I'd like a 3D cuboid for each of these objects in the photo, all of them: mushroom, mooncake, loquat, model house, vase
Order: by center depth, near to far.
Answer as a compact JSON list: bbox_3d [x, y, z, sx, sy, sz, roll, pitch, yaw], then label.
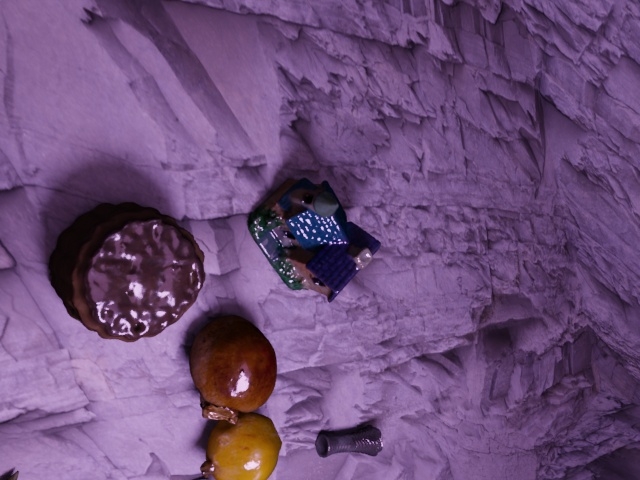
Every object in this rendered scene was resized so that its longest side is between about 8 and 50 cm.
[{"bbox_3d":[-0.437,0.075,1.284,0.324,0.187,0.324,-11,108,-39],"label":"mooncake"},{"bbox_3d":[-0.234,0.361,1.523,0.263,0.195,0.283,16,92,-46],"label":"mushroom"},{"bbox_3d":[0.000,0.000,1.556,0.245,0.280,0.312,-44,125,-21],"label":"model house"},{"bbox_3d":[-0.237,0.605,1.586,0.246,0.213,0.213,-13,110,-39],"label":"loquat"},{"bbox_3d":[0.099,0.714,1.958,0.237,0.115,0.115,11,95,-38],"label":"vase"}]

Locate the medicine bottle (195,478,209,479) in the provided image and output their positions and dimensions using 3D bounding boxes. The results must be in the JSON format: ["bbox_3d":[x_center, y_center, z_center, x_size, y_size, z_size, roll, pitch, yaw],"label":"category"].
[{"bbox_3d":[-0.352,0.882,1.626,0.110,0.110,0.351,-8,107,-38],"label":"medicine bottle"}]

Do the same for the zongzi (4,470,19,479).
[{"bbox_3d":[-0.757,0.581,1.258,0.109,0.055,0.119,16,73,-28],"label":"zongzi"}]
